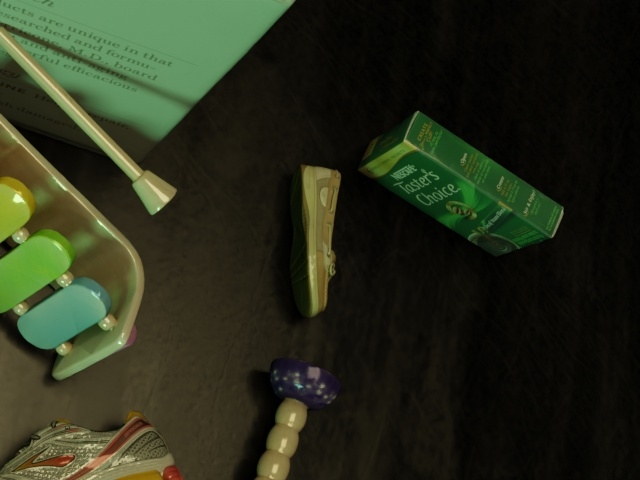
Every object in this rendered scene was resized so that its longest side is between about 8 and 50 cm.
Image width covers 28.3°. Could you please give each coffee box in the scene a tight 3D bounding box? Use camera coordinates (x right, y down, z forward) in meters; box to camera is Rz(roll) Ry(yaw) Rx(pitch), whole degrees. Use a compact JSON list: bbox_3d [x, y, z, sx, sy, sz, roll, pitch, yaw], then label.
[{"bbox_3d":[0.138,-0.052,1.275,0.184,0.113,0.040,32,68,-15],"label":"coffee box"}]

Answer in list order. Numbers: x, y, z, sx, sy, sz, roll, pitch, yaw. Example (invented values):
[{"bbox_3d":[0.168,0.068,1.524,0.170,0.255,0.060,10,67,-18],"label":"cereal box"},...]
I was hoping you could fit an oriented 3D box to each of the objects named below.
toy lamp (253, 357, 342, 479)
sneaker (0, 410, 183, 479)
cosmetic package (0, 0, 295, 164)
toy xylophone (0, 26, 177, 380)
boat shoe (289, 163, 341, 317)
[{"bbox_3d":[-0.055,0.243,1.123,0.080,0.080,0.275,29,65,-15],"label":"toy lamp"},{"bbox_3d":[-0.233,0.204,1.057,0.225,0.088,0.093,-10,60,-27],"label":"sneaker"},{"bbox_3d":[-0.204,-0.308,1.026,0.327,0.393,0.329,19,68,-19],"label":"cosmetic package"},{"bbox_3d":[-0.261,-0.037,1.024,0.322,0.236,0.081,40,46,-10],"label":"toy xylophone"},{"bbox_3d":[-0.001,0.000,1.228,0.048,0.056,0.153,5,67,-19],"label":"boat shoe"}]
